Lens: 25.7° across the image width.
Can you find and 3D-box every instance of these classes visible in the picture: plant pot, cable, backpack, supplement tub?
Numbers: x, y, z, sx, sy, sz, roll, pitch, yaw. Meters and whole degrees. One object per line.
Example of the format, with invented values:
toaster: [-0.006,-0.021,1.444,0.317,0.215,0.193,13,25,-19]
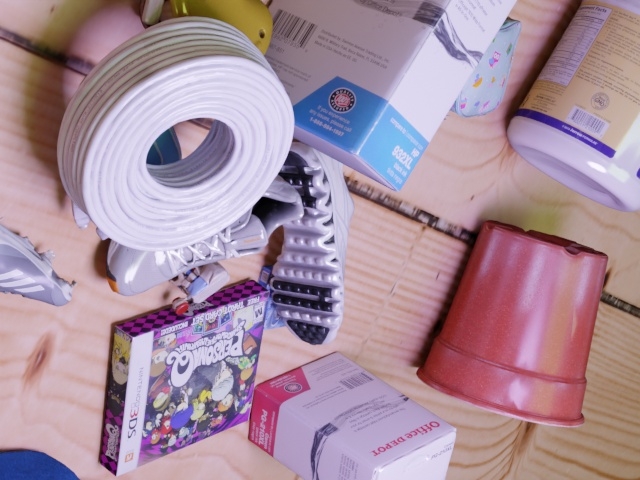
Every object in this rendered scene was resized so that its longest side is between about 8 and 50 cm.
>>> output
plant pot: [0.315,0.120,2.191,0.272,0.272,0.265,8,99,-52]
cable: [-0.152,-0.108,1.487,0.257,0.089,0.257,-25,140,-13]
backpack: [0.163,-0.240,1.838,0.188,0.144,0.165,-16,132,-40]
supplement tub: [0.457,-0.236,2.109,0.331,0.241,0.241,-59,144,-2]

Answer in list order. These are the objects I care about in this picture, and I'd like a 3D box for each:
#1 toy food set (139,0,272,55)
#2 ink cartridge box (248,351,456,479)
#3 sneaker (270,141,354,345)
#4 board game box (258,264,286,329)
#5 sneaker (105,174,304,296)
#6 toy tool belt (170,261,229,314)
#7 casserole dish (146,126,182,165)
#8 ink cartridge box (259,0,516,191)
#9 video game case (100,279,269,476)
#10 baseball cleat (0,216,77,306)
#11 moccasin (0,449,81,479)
toy food set: [-0.140,-0.260,1.530,0.218,0.071,0.128,17,76,-56]
ink cartridge box: [0.044,0.271,1.963,0.172,0.237,0.100,-19,128,-42]
sneaker: [0.000,0.000,1.829,0.118,0.110,0.292,-37,132,-50]
board game box: [-0.052,0.075,1.897,0.090,0.020,0.090,-7,119,-49]
sneaker: [-0.132,-0.011,1.655,0.262,0.121,0.099,-37,138,-28]
toy tool belt: [-0.158,0.050,1.740,0.083,0.051,0.052,-36,156,-11]
casserole dish: [-0.211,-0.112,1.563,0.114,0.037,0.188,-44,141,-21]
ink cartridge box: [0.066,-0.247,1.642,0.307,0.223,0.129,-58,145,-3]
video game case: [-0.173,0.173,1.802,0.232,0.042,0.210,-17,128,-44]
baseball cleat: [-0.350,0.030,1.483,0.109,0.072,0.206,-42,138,-1]
moccasin: [-0.396,0.308,1.549,0.342,0.138,0.116,15,106,-52]
